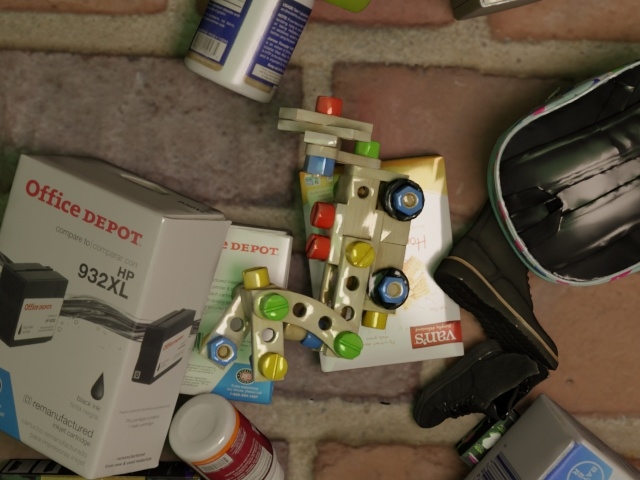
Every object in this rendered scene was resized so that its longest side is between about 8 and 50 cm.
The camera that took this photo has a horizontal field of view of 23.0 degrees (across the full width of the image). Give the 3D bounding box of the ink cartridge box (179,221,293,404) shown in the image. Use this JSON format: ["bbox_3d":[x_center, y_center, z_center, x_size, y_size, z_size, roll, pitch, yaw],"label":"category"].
[{"bbox_3d":[-0.116,0.078,1.839,0.148,0.086,0.203,8,95,-1],"label":"ink cartridge box"}]

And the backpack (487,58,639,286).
[{"bbox_3d":[0.315,-0.069,1.765,0.253,0.191,0.225,-27,92,-4],"label":"backpack"}]

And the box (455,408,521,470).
[{"bbox_3d":[0.208,0.239,1.862,0.083,0.062,0.052,-43,95,3],"label":"box"}]

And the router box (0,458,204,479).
[{"bbox_3d":[-0.259,0.420,1.878,0.242,0.081,0.309,0,96,1],"label":"router box"}]

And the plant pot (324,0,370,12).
[{"bbox_3d":[0.013,-0.415,1.669,0.227,0.207,0.228,22,64,-16],"label":"plant pot"}]

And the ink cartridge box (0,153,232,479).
[{"bbox_3d":[-0.260,0.080,1.767,0.223,0.129,0.307,23,102,30],"label":"ink cartridge box"}]

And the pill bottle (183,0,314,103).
[{"bbox_3d":[-0.071,-0.261,1.792,0.112,0.112,0.187,25,96,-2],"label":"pill bottle"}]

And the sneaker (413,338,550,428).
[{"bbox_3d":[0.184,0.181,1.829,0.170,0.089,0.051,-46,137,17],"label":"sneaker"}]

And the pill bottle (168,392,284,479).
[{"bbox_3d":[-0.105,0.247,1.825,0.086,0.086,0.152,-34,137,4],"label":"pill bottle"}]

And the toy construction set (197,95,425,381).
[{"bbox_3d":[0.000,0.000,1.733,0.215,0.151,0.328,9,105,-19],"label":"toy construction set"}]

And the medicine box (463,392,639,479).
[{"bbox_3d":[0.286,0.373,1.801,0.289,0.149,0.263,39,96,-18],"label":"medicine box"}]

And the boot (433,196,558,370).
[{"bbox_3d":[0.237,0.047,1.843,0.198,0.077,0.137,46,64,-27],"label":"boot"}]

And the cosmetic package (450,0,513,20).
[{"bbox_3d":[0.191,-0.328,1.681,0.113,0.309,0.160,-14,96,1],"label":"cosmetic package"}]

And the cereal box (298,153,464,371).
[{"bbox_3d":[0.072,0.027,1.849,0.173,0.047,0.240,-7,95,-1],"label":"cereal box"}]
